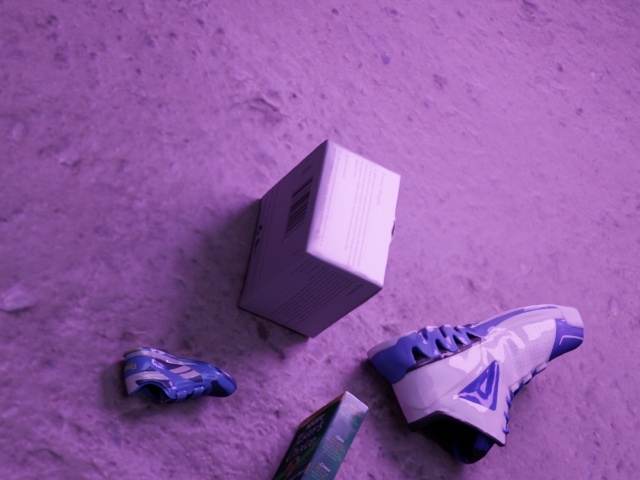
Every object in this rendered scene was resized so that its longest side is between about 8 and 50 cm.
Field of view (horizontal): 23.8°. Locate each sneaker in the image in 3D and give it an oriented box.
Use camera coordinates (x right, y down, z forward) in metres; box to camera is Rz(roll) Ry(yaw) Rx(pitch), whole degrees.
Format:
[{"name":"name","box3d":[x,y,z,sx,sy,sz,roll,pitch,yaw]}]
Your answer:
[{"name":"sneaker","box3d":[-0.170,0.173,1.821,0.144,0.053,0.059,14,58,-19]},{"name":"sneaker","box3d":[0.220,0.200,2.049,0.315,0.127,0.182,-10,76,-31]}]

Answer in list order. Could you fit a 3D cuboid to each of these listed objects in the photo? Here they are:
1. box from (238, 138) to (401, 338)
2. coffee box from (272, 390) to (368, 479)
[{"name":"box","box3d":[0.000,0.000,1.946,0.119,0.182,0.181,25,54,-20]},{"name":"coffee box","box3d":[-0.016,0.276,1.837,0.040,0.113,0.184,38,52,-10]}]
